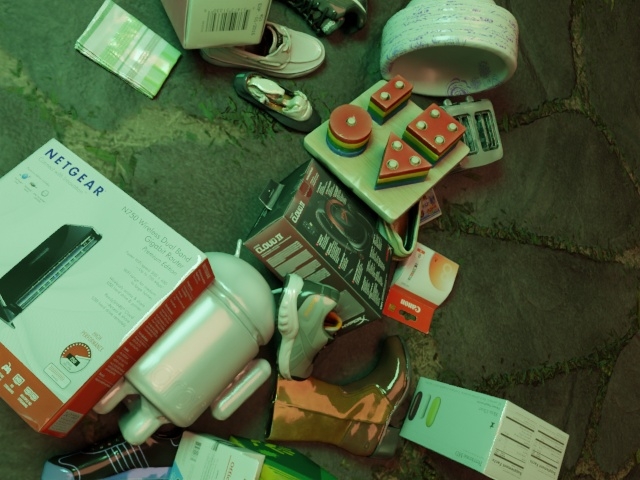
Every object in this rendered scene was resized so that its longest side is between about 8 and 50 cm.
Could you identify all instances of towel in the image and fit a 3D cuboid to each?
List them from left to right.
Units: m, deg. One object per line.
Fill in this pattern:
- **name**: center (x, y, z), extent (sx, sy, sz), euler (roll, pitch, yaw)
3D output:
- **towel**: center (-0.338, -0.341, 0.924), extent (0.152, 0.023, 0.113), euler (32, 74, -23)

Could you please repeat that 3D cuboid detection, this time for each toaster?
- **toaster**: center (0.324, -0.237, 1.221), extent (0.168, 0.110, 0.186), euler (-17, 95, -32)

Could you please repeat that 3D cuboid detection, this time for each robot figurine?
- **robot figurine**: center (-0.213, 0.160, 0.864), extent (0.353, 0.200, 0.300), euler (-46, 110, -22)

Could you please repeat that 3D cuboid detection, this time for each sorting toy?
- **sorting toy**: center (0.144, -0.210, 1.069), extent (0.257, 0.089, 0.255), euler (43, 68, 14)

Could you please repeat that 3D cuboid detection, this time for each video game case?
- **video game case**: center (0.234, -0.102, 1.228), extent (0.087, 0.011, 0.122), euler (-26, 100, -28)

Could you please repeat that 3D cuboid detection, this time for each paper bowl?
- **paper bowl**: center (0.273, -0.426, 1.111), extent (0.284, 0.284, 0.148), euler (9, 83, -28)

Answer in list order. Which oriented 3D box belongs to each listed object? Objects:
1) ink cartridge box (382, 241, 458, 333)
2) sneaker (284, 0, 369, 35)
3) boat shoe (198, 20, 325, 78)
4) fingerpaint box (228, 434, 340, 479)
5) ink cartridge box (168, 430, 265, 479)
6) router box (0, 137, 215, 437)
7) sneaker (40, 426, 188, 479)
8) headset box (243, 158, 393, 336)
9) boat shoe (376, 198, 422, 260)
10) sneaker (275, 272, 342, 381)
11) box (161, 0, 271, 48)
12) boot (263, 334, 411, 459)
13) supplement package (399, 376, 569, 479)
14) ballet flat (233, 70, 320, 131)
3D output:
- **ink cartridge box**: center (0.233, 0.109, 1.198), extent (0.145, 0.045, 0.179), euler (27, 73, -24)
- **sneaker**: center (-0.010, -0.500, 1.067), extent (0.276, 0.097, 0.135), euler (3, 84, -30)
- **boat shoe**: center (-0.100, -0.385, 1.018), extent (0.267, 0.088, 0.096), euler (0, 87, -28)
- **fingerpaint box**: center (-0.081, 0.593, 0.816), extent (0.163, 0.371, 0.445), euler (23, 76, -26)
- **ink cartridge box**: center (-0.159, 0.383, 0.838), extent (0.060, 0.180, 0.104), euler (35, 65, -48)
- **router box**: center (-0.381, 0.051, 0.751), extent (0.335, 0.082, 0.301), euler (35, 68, 14)
- **sneaker**: center (-0.331, 0.349, 0.864), extent (0.232, 0.081, 0.090), euler (11, 79, -34)
- **headset box**: center (0.000, 0.000, 0.986), extent (0.293, 0.110, 0.218), euler (46, 34, -19)
- **boat shoe**: center (0.177, -0.107, 1.137), extent (0.113, 0.103, 0.302), euler (-2, 87, -16)
- **sneaker**: center (-0.019, 0.172, 0.923), extent (0.108, 0.271, 0.100), euler (9, 46, 6)
- **box**: center (-0.200, -0.460, 0.895), extent (0.148, 0.127, 0.232), euler (-15, 65, -27)
- **boot**: center (0.037, 0.300, 1.079), extent (0.280, 0.096, 0.264), euler (18, 80, -14)
- **supplement package**: center (0.341, 0.418, 1.115), extent (0.204, 0.262, 0.145), euler (31, 73, -23)
- **ballet flat**: center (-0.076, -0.278, 1.037), extent (0.203, 0.074, 0.074), euler (24, 76, -26)
